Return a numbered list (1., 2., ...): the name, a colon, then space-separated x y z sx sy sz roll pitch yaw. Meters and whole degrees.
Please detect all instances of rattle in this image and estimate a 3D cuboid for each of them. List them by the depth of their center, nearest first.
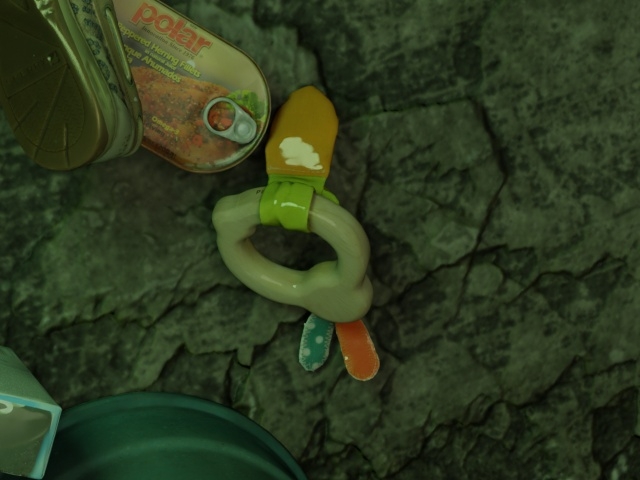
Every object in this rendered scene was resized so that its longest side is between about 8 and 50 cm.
1. rattle: 0.000 0.000 1.577 0.130 0.143 0.200 -26 128 19

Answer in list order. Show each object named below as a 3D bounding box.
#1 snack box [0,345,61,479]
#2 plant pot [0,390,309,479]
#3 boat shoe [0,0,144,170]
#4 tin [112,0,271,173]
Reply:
1. snack box: -0.362 0.090 1.376 0.322 0.187 0.060 15 95 -22
2. plant pot: -0.096 0.316 1.438 0.341 0.334 0.341 -3 100 -19
3. boat shoe: -0.210 -0.189 1.418 0.089 0.104 0.285 -15 88 -61
4. tin: -0.127 -0.127 1.503 0.189 0.040 0.106 30 93 -22
